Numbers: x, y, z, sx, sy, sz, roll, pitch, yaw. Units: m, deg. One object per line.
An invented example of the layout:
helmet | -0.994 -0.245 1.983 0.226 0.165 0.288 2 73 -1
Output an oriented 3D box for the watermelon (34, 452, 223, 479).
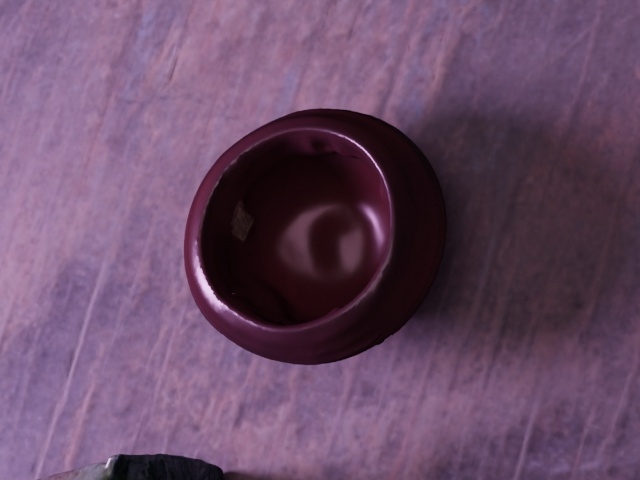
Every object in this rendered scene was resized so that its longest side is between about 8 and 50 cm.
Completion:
watermelon | -0.254 0.272 1.417 0.258 0.228 0.387 36 87 33

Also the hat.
hat | 0.000 0.000 1.435 0.205 0.089 0.206 -7 72 23
